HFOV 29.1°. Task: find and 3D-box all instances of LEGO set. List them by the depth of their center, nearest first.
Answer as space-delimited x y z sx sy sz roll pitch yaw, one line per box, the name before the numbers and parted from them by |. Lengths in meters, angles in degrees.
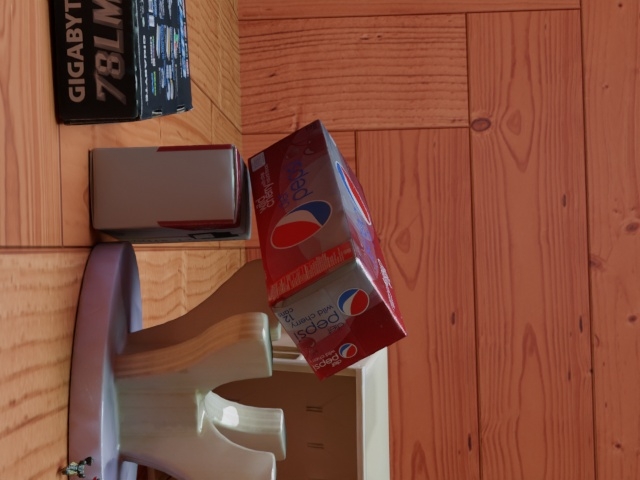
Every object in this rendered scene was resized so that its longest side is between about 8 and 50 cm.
LEGO set | -0.177 0.205 0.926 0.054 0.023 0.083 11 68 -50

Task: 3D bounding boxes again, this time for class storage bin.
storage bin | -0.063 0.222 1.235 0.123 0.260 0.262 -39 129 -67

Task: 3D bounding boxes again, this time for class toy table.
toy table | -0.114 0.126 1.040 0.252 0.160 0.274 85 5 -70

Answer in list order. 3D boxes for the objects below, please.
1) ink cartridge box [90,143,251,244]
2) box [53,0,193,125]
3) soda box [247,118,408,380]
ink cartridge box | -0.132 -0.039 1.137 0.175 0.127 0.072 73 14 -85
box | -0.168 -0.251 1.060 0.293 0.073 0.296 -89 177 -82
soda box | 0.000 0.000 1.071 0.092 0.083 0.263 57 11 -29
